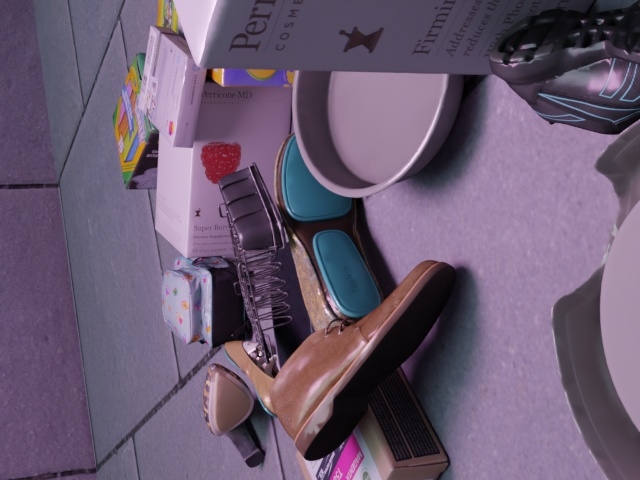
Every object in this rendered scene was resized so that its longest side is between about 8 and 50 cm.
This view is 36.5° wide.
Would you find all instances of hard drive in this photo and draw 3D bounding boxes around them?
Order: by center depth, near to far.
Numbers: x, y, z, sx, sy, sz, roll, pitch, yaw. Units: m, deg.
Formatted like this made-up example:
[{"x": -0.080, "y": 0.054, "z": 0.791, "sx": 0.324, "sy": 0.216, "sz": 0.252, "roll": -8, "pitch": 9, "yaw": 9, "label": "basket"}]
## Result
[{"x": -0.023, "y": 0.119, "z": 1.523, "sx": 0.172, "sy": 0.054, "sz": 0.254, "roll": 159, "pitch": 106, "yaw": -63, "label": "hard drive"}]

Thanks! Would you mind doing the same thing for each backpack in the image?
[{"x": -0.223, "y": 0.109, "z": 1.839, "sx": 0.188, "sy": 0.144, "sz": 0.165, "roll": -151, "pitch": 56, "yaw": -64, "label": "backpack"}]

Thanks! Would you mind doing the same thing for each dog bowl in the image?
[{"x": 0.327, "y": 0.065, "z": 0.742, "sx": 0.349, "sy": 0.102, "sz": 0.348, "roll": 177, "pitch": 90, "yaw": -65, "label": "dog bowl"}]

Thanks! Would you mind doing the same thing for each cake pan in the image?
[{"x": 0.072, "y": -0.197, "z": 1.224, "sx": 0.293, "sy": 0.054, "sz": 0.293, "roll": -8, "pitch": 80, "yaw": 51, "label": "cake pan"}]

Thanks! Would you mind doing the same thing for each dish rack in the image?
[{"x": -0.095, "y": 0.042, "z": 1.473, "sx": 0.208, "sy": 0.074, "sz": 0.271, "roll": -115, "pitch": 14, "yaw": -56, "label": "dish rack"}]

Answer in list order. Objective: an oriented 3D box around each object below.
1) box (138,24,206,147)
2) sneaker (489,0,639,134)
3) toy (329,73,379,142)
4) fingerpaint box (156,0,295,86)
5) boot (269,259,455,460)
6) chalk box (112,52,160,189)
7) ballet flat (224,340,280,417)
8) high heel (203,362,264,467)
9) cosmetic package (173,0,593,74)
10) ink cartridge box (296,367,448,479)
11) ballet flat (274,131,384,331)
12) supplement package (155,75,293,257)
[{"x": -0.237, "y": -0.247, "z": 1.541, "sx": 0.186, "sy": 0.038, "sz": 0.145, "roll": 45, "pitch": 128, "yaw": 54, "label": "box"}, {"x": 0.278, "y": -0.154, "z": 0.851, "sx": 0.267, "sy": 0.101, "sz": 0.106, "roll": 8, "pitch": 142, "yaw": 51, "label": "sneaker"}, {"x": 0.036, "y": -0.197, "z": 1.364, "sx": 0.237, "sy": 0.056, "sz": 0.136, "roll": 52, "pitch": 136, "yaw": 49, "label": "toy"}, {"x": -0.124, "y": -0.499, "z": 1.538, "sx": 0.371, "sy": 0.163, "sz": 0.444, "roll": -139, "pitch": 51, "yaw": -57, "label": "fingerpaint box"}, {"x": 0.043, "y": 0.126, "z": 1.208, "sx": 0.305, "sy": 0.112, "sz": 0.115, "roll": -51, "pitch": 57, "yaw": 14, "label": "boot"}, {"x": -0.272, "y": -0.243, "z": 1.858, "sx": 0.289, "sy": 0.180, "sz": 0.179, "roll": -49, "pitch": 50, "yaw": 54, "label": "chalk box"}, {"x": -0.096, "y": 0.221, "z": 1.688, "sx": 0.073, "sy": 0.080, "sz": 0.232, "roll": -57, "pitch": 38, "yaw": 8, "label": "ballet flat"}, {"x": -0.189, "y": 0.278, "z": 1.770, "sx": 0.186, "sy": 0.093, "sz": 0.261, "roll": 45, "pitch": 158, "yaw": 47, "label": "high heel"}, {"x": 0.064, "y": -0.379, "z": 0.901, "sx": 0.329, "sy": 0.394, "sz": 0.327, "roll": 116, "pitch": 142, "yaw": -47, "label": "cosmetic package"}, {"x": 0.062, "y": 0.299, "z": 1.331, "sx": 0.193, "sy": 0.088, "sz": 0.234, "roll": -117, "pitch": 36, "yaw": -42, "label": "ink cartridge box"}, {"x": 0.000, "y": 0.000, "z": 1.384, "sx": 0.123, "sy": 0.123, "sz": 0.348, "roll": 119, "pitch": 142, "yaw": -48, "label": "ballet flat"}, {"x": -0.169, "y": -0.137, "z": 1.653, "sx": 0.175, "sy": 0.178, "sz": 0.292, "roll": 33, "pitch": 123, "yaw": 58, "label": "supplement package"}]
